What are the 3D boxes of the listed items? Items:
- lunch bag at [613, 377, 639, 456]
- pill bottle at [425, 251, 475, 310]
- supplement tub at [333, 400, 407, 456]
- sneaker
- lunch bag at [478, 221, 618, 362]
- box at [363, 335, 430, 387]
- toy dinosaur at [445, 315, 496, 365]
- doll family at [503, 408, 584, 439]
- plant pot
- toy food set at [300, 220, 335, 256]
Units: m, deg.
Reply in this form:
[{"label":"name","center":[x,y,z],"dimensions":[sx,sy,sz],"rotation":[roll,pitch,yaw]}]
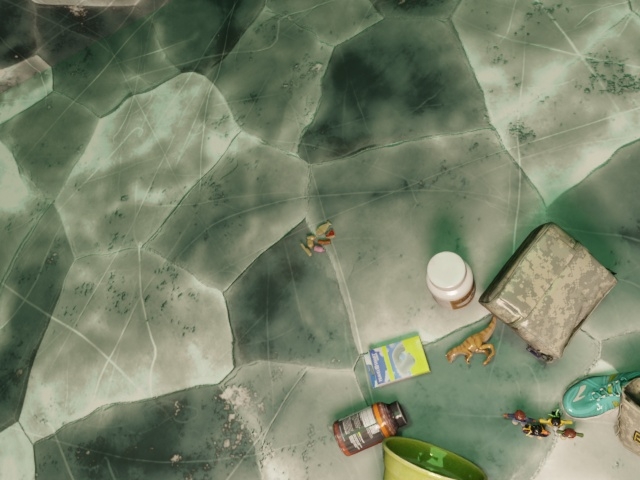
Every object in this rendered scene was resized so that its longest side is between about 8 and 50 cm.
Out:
[{"label":"lunch bag","center":[0.852,0.434,1.434],"dimensions":[0.286,0.235,0.169],"rotation":[-2,48,22]},{"label":"pill bottle","center":[0.367,0.112,1.720],"dimensions":[0.131,0.229,0.131],"rotation":[-6,70,16]},{"label":"supplement tub","center":[0.142,0.522,1.715],"dimensions":[0.197,0.106,0.106],"rotation":[-25,65,7]},{"label":"sneaker","center":[0.756,0.383,1.566],"dimensions":[0.275,0.110,0.107],"rotation":[-21,66,10]},{"label":"lunch bag","center":[0.614,0.141,1.644],"dimensions":[0.256,0.212,0.305],"rotation":[38,88,8]},{"label":"box","center":[0.220,0.356,1.784],"dimensions":[0.178,0.042,0.109],"rotation":[-19,66,10]},{"label":"toy dinosaur","center":[0.451,0.285,1.724],"dimensions":[0.211,0.064,0.112],"rotation":[-38,63,1]},{"label":"doll family","center":[0.578,0.479,1.586],"dimensions":[0.192,0.111,0.076],"rotation":[-6,69,16]},{"label":"plant pot","center":[0.257,0.677,1.556],"dimensions":[0.276,0.276,0.254],"rotation":[15,88,22]},{"label":"toy food set","center":[0.000,0.000,1.996],"dimensions":[0.122,0.019,0.078],"rotation":[-36,65,-6]}]
